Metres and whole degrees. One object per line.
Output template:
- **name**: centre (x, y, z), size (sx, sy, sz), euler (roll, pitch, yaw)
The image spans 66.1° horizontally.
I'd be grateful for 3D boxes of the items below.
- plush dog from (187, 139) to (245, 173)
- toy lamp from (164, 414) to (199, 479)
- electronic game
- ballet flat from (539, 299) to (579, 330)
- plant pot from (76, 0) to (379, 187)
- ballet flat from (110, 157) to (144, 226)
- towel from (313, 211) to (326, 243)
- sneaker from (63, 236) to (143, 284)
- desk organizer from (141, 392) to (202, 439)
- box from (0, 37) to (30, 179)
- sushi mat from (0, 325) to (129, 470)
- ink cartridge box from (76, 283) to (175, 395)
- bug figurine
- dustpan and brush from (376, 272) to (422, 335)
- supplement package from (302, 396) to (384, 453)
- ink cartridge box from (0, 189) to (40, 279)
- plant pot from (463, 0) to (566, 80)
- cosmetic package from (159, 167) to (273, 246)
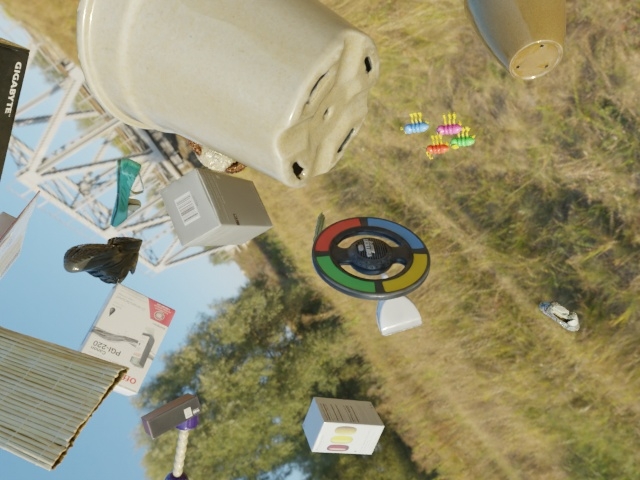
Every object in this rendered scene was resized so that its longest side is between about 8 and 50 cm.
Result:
- **plush dog**: centre (-0.333, -0.334, 1.614), size (0.262, 0.225, 0.210), euler (26, 150, -27)
- **toy lamp**: centre (-0.391, 0.574, 1.391), size (0.080, 0.080, 0.275), euler (-139, 56, -64)
- **electronic game**: centre (0.097, 0.028, 0.949), size (0.229, 0.229, 0.048), euler (50, 149, 40)
- **ballet flat**: centre (0.527, 0.163, 1.061), size (0.114, 0.041, 0.041), euler (29, 179, -13)
- **plant pot**: centre (-0.098, -0.244, 0.700), size (0.305, 0.334, 0.334), euler (34, 166, 17)
- **ballet flat**: centre (-0.595, -0.138, 1.523), size (0.083, 0.087, 0.247), euler (-111, 35, -51)
- **towel**: centre (0.000, 0.000, 1.424), size (0.148, 0.027, 0.110), euler (-83, -10, -51)
- **sneaker**: centre (-0.589, 0.066, 1.363), size (0.286, 0.109, 0.130), euler (-24, -60, -73)
- **desk organizer**: centre (-0.363, 0.424, 1.199), size (0.050, 0.130, 0.047), euler (-4, 102, 51)
- **box**: centre (-0.646, -0.201, 0.834), size (0.079, 0.322, 0.257), euler (23, -167, 5)
- **sushi mat**: centre (-0.436, 0.207, 0.703), size (0.316, 0.151, 0.019), euler (8, 140, 25)
- **ink cartridge box**: centre (-0.467, 0.235, 1.165), size (0.158, 0.218, 0.092), euler (32, 150, -22)
- **bug figurine**: centre (0.431, -0.377, 1.782), size (0.216, 0.072, 0.279), euler (-1, 165, 37)
- **dustpan and brush**: centre (0.243, 0.198, 1.660), size (0.060, 0.147, 0.211), euler (164, 90, -85)
- **supplement package**: centre (0.080, 0.672, 1.783), size (0.244, 0.139, 0.134), euler (12, -162, -23)
- **ink cartridge box**: centre (-0.701, 0.052, 1.007), size (0.066, 0.261, 0.296), euler (29, -139, -19)
- **plant pot**: centre (0.491, -0.524, 1.198), size (0.237, 0.237, 0.254), euler (67, -161, -59)
- **cosmetic package**: centre (-0.205, -0.062, 1.016), size (0.127, 0.107, 0.238), euler (64, -160, 6)
